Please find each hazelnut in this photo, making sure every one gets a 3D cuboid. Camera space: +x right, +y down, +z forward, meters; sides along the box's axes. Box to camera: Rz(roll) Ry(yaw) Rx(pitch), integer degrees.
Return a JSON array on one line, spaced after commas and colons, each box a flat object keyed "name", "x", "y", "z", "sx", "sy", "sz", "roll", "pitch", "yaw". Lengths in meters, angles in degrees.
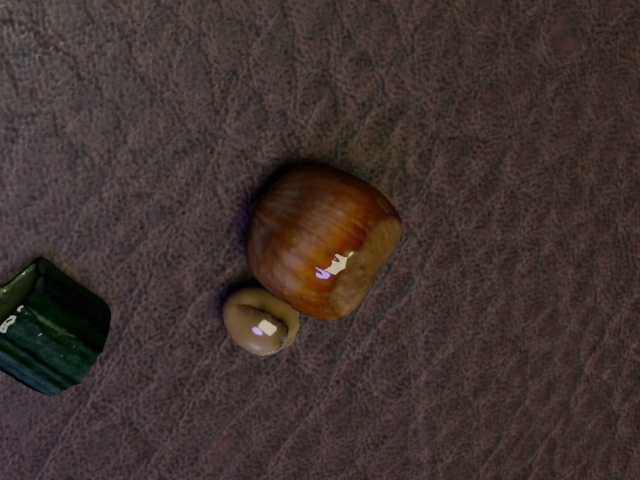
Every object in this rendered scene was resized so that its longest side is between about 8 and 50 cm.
[{"name": "hazelnut", "x": 0.000, "y": 0.000, "z": 1.299, "sx": 0.150, "sy": 0.150, "sz": 0.150, "roll": -10, "pitch": 116, "yaw": -22}]

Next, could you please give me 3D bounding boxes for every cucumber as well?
[{"name": "cucumber", "x": -0.274, "y": 0.089, "z": 1.237, "sx": 0.116, "sy": 0.062, "sz": 0.115, "roll": -47, "pitch": 127, "yaw": 1}]

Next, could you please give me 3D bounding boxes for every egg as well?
[{"name": "egg", "x": -0.065, "y": 0.082, "z": 1.331, "sx": 0.083, "sy": 0.071, "sz": 0.071, "roll": 33, "pitch": 95, "yaw": -18}]
